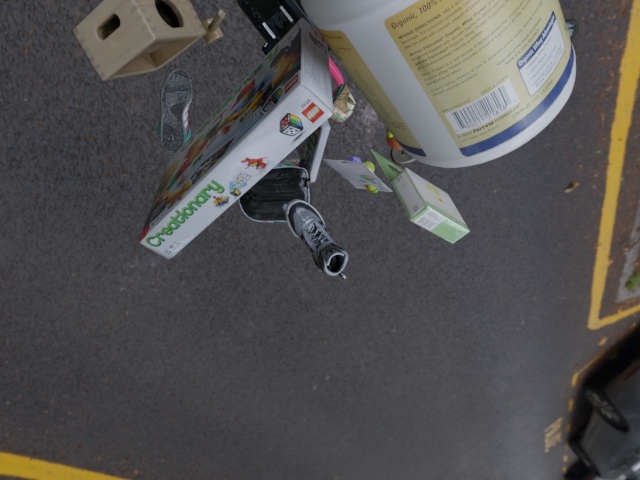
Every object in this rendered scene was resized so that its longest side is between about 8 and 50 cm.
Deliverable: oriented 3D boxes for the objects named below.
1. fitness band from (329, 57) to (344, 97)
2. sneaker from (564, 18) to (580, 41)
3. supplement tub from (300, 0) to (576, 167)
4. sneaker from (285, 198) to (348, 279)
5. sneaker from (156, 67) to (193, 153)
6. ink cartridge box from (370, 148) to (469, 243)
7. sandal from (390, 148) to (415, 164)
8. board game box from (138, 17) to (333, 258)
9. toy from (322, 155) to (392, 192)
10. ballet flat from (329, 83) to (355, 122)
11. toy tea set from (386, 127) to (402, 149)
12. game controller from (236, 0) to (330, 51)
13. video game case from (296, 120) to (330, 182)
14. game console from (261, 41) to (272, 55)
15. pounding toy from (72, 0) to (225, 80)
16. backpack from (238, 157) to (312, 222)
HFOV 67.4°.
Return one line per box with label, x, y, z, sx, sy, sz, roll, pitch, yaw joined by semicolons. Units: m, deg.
fitness band;-0.022;-0.703;2.080;0.209;0.054;0.291;-18;146;26
sneaker;0.464;-0.339;1.048;0.122;0.146;0.330;-16;170;-8
supplement tub;0.119;-0.255;0.518;0.228;0.228;0.316;-42;129;6
sneaker;0.000;0.000;1.404;0.101;0.153;0.268;-36;114;-9
sneaker;-0.519;-0.454;1.726;0.124;0.178;0.295;9;92;-19
ink cartridge box;0.219;-0.115;1.067;0.171;0.235;0.056;21;128;-41
sandal;0.329;-0.313;1.558;0.219;0.090;0.060;-16;169;-5
board game box;-0.111;-0.129;0.624;0.305;0.193;0.053;-37;124;27
toy;0.123;-0.213;1.462;0.237;0.137;0.056;34;70;-57
ballet flat;0.058;-0.367;1.303;0.067;0.206;0.073;32;127;-9
toy tea set;0.299;-0.398;1.435;0.200;0.336;0.124;8;146;0
game controller;-0.108;-0.658;1.423;0.166;0.319;0.067;-37;-176;22
video game case;-0.050;-0.427;1.780;0.036;0.300;0.329;-11;156;-16
game console;-0.069;-0.799;1.864;0.213;0.044;0.361;33;134;-15
pounding toy;-0.237;-0.346;0.746;0.181;0.206;0.094;-20;106;31
backpack;-0.159;-0.179;1.681;0.254;0.191;0.225;-4;117;-1
